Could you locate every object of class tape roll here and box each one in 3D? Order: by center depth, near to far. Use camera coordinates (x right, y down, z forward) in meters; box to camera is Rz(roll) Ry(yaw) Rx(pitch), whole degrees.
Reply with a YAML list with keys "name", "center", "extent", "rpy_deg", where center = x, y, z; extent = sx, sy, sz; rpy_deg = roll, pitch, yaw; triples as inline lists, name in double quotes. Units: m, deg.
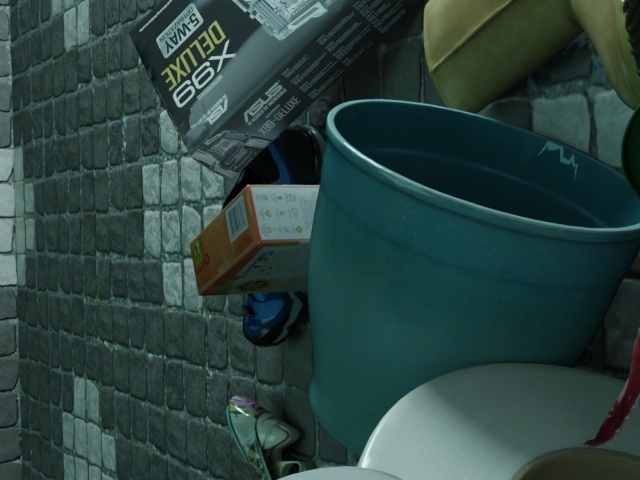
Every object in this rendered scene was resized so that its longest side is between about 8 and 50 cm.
- name: "tape roll"
  center: [0.196, 0.228, 0.669]
  extent: [0.392, 0.392, 0.072]
  rpy_deg: [54, 135, 44]

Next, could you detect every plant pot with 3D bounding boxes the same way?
- name: "plant pot"
  center: [0.106, 0.048, 0.908]
  extent: [0.271, 0.271, 0.255]
  rpy_deg: [43, 124, 50]

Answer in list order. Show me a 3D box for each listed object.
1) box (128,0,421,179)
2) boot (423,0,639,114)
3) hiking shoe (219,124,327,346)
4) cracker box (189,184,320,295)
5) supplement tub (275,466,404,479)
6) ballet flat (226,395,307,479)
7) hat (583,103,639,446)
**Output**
- name: "box"
  center: [-0.061, -0.256, 1.245]
  extent: [0.307, 0.076, 0.242]
  rpy_deg: [-41, 50, 15]
- name: "boot"
  center: [0.199, -0.170, 0.945]
  extent: [0.269, 0.089, 0.236]
  rpy_deg: [-32, 54, 56]
- name: "hiking shoe"
  center: [-0.077, -0.005, 1.365]
  extent: [0.113, 0.132, 0.304]
  rpy_deg: [40, 125, 52]
- name: "cracker box"
  center: [0.000, 0.000, 1.137]
  extent: [0.155, 0.232, 0.067]
  rpy_deg: [-38, 58, 53]
- name: "supplement tub"
  center: [0.051, 0.216, 0.351]
  extent: [0.272, 0.191, 0.191]
  rpy_deg: [37, 122, 54]
- name: "ballet flat"
  center: [-0.053, 0.293, 1.413]
  extent: [0.079, 0.077, 0.221]
  rpy_deg: [-37, 64, 33]
- name: "hat"
  center: [0.272, 0.014, 0.682]
  extent: [0.208, 0.173, 0.184]
  rpy_deg: [84, -163, -53]
